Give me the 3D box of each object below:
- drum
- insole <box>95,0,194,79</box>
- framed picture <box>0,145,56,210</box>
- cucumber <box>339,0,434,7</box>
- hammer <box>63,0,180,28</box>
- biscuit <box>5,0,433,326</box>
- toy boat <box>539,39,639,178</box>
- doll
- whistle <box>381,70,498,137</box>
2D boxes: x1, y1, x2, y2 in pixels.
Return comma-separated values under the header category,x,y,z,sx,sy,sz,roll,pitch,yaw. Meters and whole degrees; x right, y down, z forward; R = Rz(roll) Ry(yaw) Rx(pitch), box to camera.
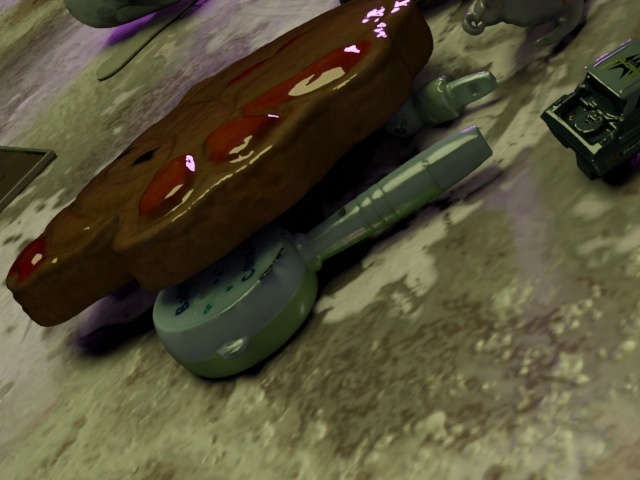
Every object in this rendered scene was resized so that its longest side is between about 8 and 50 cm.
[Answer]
category,x,y,z,sx,sy,sz,roll,pitch,yaw
drum,-0.002,0.012,0.894,0.253,0.049,0.130,-25,29,22
insole,-0.192,-0.252,1.578,0.197,0.004,0.065,-48,29,-20
framed picture,-0.357,-0.062,1.471,0.109,0.011,0.149,-48,29,-21
cucumber,0.121,-0.237,1.135,0.211,0.062,0.078,-30,-7,25
hammer,-0.173,-0.377,1.646,0.202,0.113,0.305,-9,32,41
biscuit,-0.080,-0.070,1.039,0.381,0.074,0.359,-36,15,-9
toy boat,0.205,-0.098,0.818,0.141,0.060,0.055,-35,51,-7
doll,0.162,-0.211,1.005,0.194,0.104,0.062,-46,15,-30
whistle,0.083,-0.101,0.986,0.100,0.035,0.035,-19,32,30
